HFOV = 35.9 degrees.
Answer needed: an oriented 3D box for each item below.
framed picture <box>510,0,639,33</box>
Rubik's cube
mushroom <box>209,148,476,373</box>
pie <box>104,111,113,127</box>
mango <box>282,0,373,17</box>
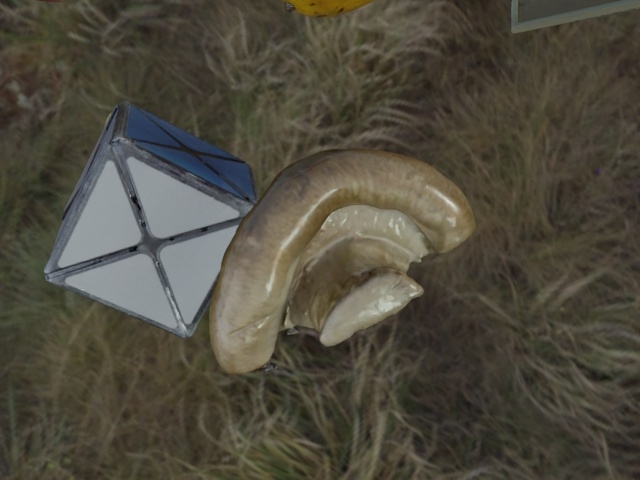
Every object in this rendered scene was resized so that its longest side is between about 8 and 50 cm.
[{"bbox_3d":[0.427,-0.474,1.575,0.247,0.022,0.335,-8,52,22],"label":"framed picture"},{"bbox_3d":[-0.266,-0.036,1.569,0.255,0.260,0.259,-59,15,14],"label":"Rubik's cube"},{"bbox_3d":[0.000,0.000,0.936,0.285,0.151,0.156,-31,28,-5],"label":"mushroom"},{"bbox_3d":[-0.385,-0.214,1.922,0.084,0.021,0.084,-2,85,22],"label":"pie"},{"bbox_3d":[0.036,-0.387,1.339,0.227,0.147,0.109,-28,26,-25],"label":"mango"}]
